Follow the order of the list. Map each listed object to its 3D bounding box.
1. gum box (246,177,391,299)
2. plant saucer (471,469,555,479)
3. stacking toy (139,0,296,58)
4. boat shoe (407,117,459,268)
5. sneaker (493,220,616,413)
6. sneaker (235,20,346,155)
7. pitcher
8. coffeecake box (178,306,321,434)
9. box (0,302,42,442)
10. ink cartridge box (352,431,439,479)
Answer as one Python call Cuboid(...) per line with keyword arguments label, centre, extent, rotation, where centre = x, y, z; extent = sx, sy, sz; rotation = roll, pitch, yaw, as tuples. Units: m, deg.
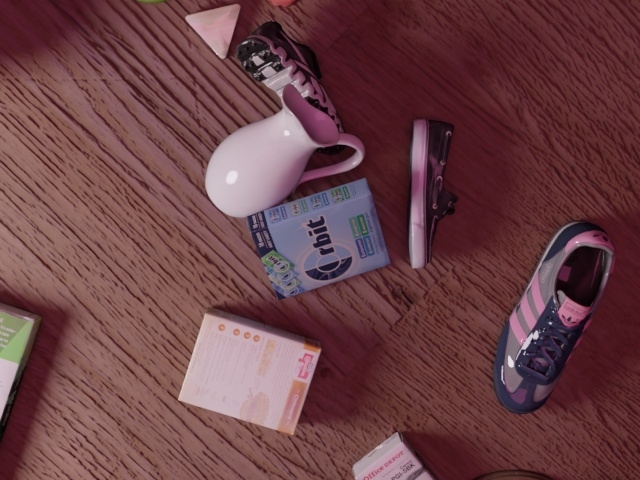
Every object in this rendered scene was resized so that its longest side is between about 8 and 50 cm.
Cuboid(label="gum box", centre=(0.000, 0.000, 1.580), extent=(0.184, 0.041, 0.157), rotation=(-19, 135, 1))
Cuboid(label="plant saucer", centre=(0.307, 0.504, 1.682), extent=(0.278, 0.041, 0.277), rotation=(0, 95, -1))
Cuboid(label="stacking toy", centre=(-0.160, -0.440, 1.531), extent=(0.309, 0.130, 0.279), rotation=(37, 93, -4))
Cuboid(label="boat shoe", centre=(0.172, -0.071, 1.606), extent=(0.076, 0.080, 0.228), rotation=(2, 88, 0))
Cuboid(label="sneaker", centre=(0.351, 0.122, 1.598), extent=(0.112, 0.131, 0.319), rotation=(19, 95, -3))
Cuboid(label="sneaker", centre=(-0.026, -0.234, 1.578), extent=(0.078, 0.106, 0.234), rotation=(-20, 123, 36))
Cuboid(label="pitcher", centre=(-0.054, -0.113, 1.556), extent=(0.178, 0.125, 0.207), rotation=(29, 128, -32))
Cuboid(label="coffeecake box", centre=(-0.107, 0.199, 1.626), extent=(0.186, 0.068, 0.142), rotation=(18, 95, -3))
Cuboid(label="box", centre=(-0.590, 0.230, 1.626), extent=(0.232, 0.058, 0.322), rotation=(20, 96, -3))
Cuboid(label="ink cartridge box", centre=(0.128, 0.385, 1.656), extent=(0.099, 0.056, 0.135), rotation=(-39, 96, 3))
